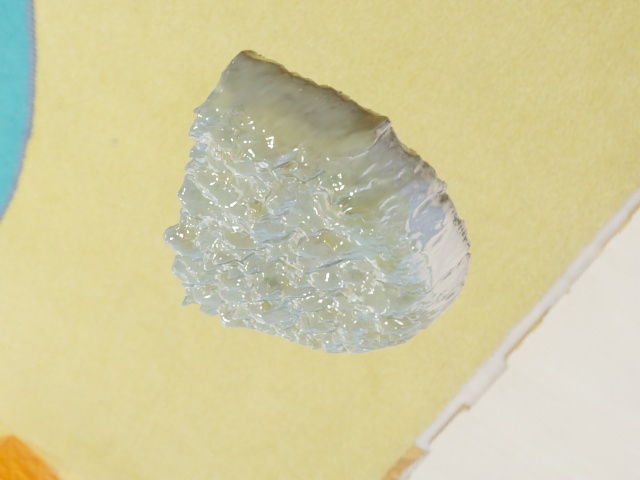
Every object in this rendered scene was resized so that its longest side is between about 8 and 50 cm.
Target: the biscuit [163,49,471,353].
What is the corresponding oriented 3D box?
[{"bbox_3d":[0.000,0.000,0.625,0.179,0.084,0.281,27,154,0],"label":"biscuit"}]
